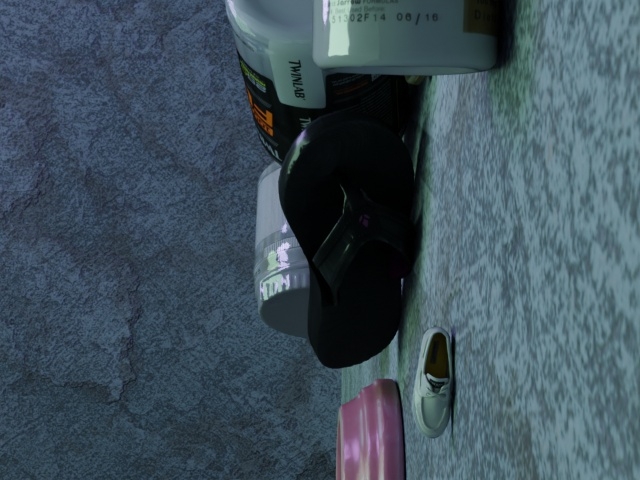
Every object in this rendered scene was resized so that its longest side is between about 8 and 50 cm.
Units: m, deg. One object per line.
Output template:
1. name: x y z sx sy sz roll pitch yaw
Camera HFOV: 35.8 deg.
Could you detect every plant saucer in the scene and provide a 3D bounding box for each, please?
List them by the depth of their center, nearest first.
1. plant saucer: 0.066 0.365 1.422 0.332 0.084 0.332 -179 90 -90

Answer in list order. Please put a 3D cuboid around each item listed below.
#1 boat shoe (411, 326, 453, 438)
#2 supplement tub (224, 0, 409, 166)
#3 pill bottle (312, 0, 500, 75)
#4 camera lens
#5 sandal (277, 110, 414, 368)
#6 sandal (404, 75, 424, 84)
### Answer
1. boat shoe: 0.102 0.127 0.880 0.035 0.035 0.100 66 -149 -85
2. supplement tub: 0.007 -0.212 1.233 0.338 0.207 0.207 79 -170 -60
3. pill bottle: 0.061 -0.232 0.683 0.131 0.131 0.229 -96 6 -83
4. camera lens: 0.000 0.000 1.650 0.219 0.219 0.274 92 178 -60
5. sandal: 0.056 0.025 1.232 0.445 0.168 0.107 81 161 -47
6. sandal: 0.097 -0.245 1.037 0.180 0.049 0.072 92 179 -51
